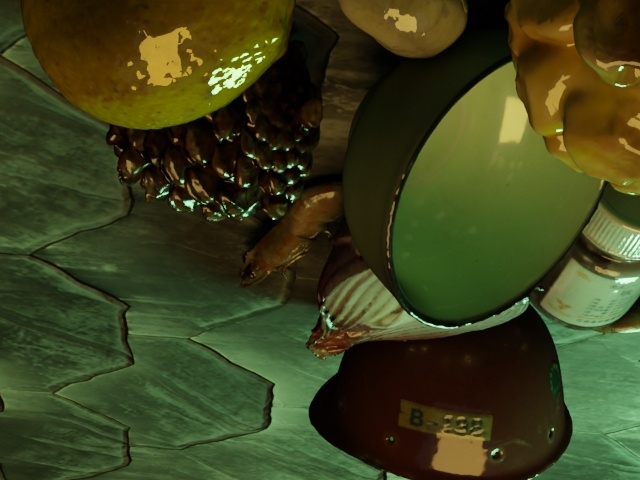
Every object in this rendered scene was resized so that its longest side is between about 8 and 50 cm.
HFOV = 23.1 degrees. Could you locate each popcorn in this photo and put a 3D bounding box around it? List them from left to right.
[{"bbox_3d":[0.368,-0.209,1.462,0.390,0.344,0.354,5,148,-22],"label":"popcorn"}]

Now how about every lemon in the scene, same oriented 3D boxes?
[{"bbox_3d":[-0.157,-0.242,1.559,0.310,0.253,0.253,-15,146,25],"label":"lemon"}]

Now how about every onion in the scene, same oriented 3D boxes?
[{"bbox_3d":[0.104,0.030,2.076,0.349,0.159,0.267,-23,142,34],"label":"onion"}]

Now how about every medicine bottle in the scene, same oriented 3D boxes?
[{"bbox_3d":[0.368,-0.008,2.004,0.165,0.165,0.273,8,151,-8],"label":"medicine bottle"}]

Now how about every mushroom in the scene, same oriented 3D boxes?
[{"bbox_3d":[0.087,-0.260,1.632,0.154,0.122,0.154,27,-176,-2],"label":"mushroom"}]

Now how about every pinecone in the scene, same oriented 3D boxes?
[{"bbox_3d":[-0.116,-0.127,1.788,0.272,0.224,0.224,-8,149,26],"label":"pinecone"}]

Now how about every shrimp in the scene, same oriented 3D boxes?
[{"bbox_3d":[0.000,0.000,2.175,0.169,0.058,0.296,17,144,-27],"label":"shrimp"},{"bbox_3d":[0.453,0.058,2.208,0.262,0.198,0.051,-26,116,-23],"label":"shrimp"}]

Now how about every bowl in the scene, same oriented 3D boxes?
[{"bbox_3d":[0.154,-0.095,1.783,0.185,0.354,0.354,38,176,40],"label":"bowl"}]

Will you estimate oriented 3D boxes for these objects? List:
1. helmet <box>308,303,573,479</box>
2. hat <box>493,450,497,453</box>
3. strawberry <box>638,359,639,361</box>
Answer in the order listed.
[{"bbox_3d":[0.182,0.168,2.246,0.385,0.337,0.230,10,120,10],"label":"helmet"},{"bbox_3d":[0.247,0.280,2.575,0.203,0.126,0.203,4,148,2],"label":"hat"},{"bbox_3d":[0.654,0.159,2.307,0.253,0.150,0.280,38,142,-16],"label":"strawberry"}]
